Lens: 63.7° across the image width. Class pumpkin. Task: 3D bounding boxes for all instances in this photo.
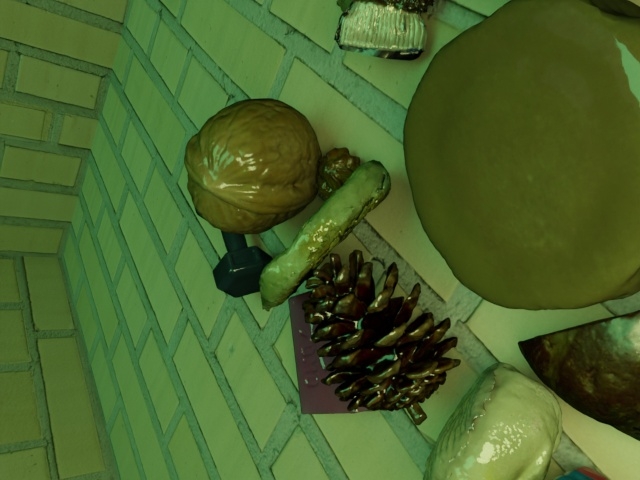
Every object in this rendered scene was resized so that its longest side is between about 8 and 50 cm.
[{"bbox_3d":[0.378,0.174,0.613,0.312,0.148,0.169,-31,59,49],"label":"pumpkin"}]

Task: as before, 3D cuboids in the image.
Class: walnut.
[{"bbox_3d":[-0.150,-0.162,1.145,0.332,0.332,0.333,-7,81,50],"label":"walnut"}]

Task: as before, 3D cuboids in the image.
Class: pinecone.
[{"bbox_3d":[0.094,0.157,0.866,0.244,0.244,0.309,-34,83,43],"label":"pinecone"}]

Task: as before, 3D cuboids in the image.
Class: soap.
[{"bbox_3d":[0.022,0.231,1.080,0.181,0.081,0.259,-21,71,47],"label":"soap"}]

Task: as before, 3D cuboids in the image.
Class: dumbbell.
[{"bbox_3d":[-0.229,-0.013,1.359,0.156,0.143,0.316,-47,52,36],"label":"dumbbell"}]

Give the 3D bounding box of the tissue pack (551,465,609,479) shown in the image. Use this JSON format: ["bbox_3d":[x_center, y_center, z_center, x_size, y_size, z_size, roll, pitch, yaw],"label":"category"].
[{"bbox_3d":[0.352,0.397,0.566,0.269,0.209,0.137,39,118,45],"label":"tissue pack"}]

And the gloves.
[{"bbox_3d":[0.150,-0.495,0.952,0.210,0.135,0.312,19,102,35],"label":"gloves"}]

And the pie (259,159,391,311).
[{"bbox_3d":[0.000,0.000,0.990,0.078,0.296,0.371,43,125,6],"label":"pie"}]

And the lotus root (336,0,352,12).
[{"bbox_3d":[0.083,-0.550,1.096,0.144,0.070,0.143,-40,57,41],"label":"lotus root"}]

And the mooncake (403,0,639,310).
[{"bbox_3d":[0.294,-0.106,0.645,0.378,0.200,0.379,26,121,52],"label":"mooncake"}]

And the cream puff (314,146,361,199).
[{"bbox_3d":[0.036,-0.140,1.094,0.122,0.094,0.116,31,112,43],"label":"cream puff"}]

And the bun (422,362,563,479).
[{"bbox_3d":[0.239,0.293,0.715,0.141,0.239,0.239,33,114,19],"label":"bun"}]
